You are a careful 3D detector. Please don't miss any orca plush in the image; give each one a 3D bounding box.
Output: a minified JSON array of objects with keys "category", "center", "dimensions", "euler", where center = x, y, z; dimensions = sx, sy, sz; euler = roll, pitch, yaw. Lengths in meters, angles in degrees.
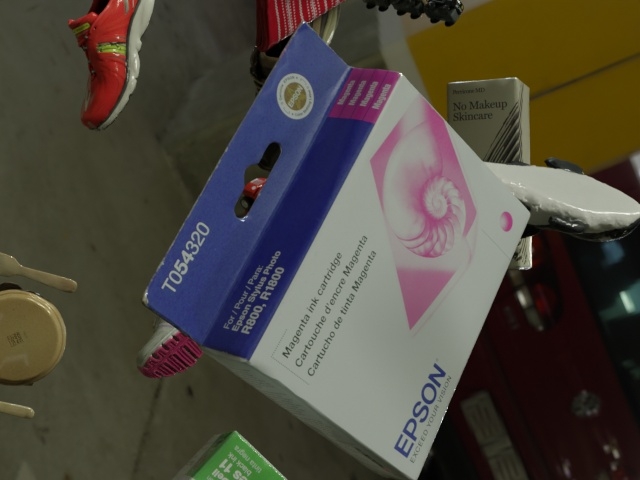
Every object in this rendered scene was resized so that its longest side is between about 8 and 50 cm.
[{"category":"orca plush","center":[0.270,-0.032,1.393],"dimensions":[0.151,0.287,0.102],"euler":[-107,-155,-47]}]

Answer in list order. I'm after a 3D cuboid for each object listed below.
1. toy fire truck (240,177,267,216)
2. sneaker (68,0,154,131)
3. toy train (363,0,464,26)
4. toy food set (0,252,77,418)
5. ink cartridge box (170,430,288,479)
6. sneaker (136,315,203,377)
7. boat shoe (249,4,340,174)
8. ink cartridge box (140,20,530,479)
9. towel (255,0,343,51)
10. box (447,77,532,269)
[{"category":"toy fire truck","center":[-0.043,0.014,1.495],"dimensions":[0.047,0.135,0.192],"euler":[-35,133,-40]},{"category":"sneaker","center":[-0.363,-0.315,1.729],"dimensions":[0.118,0.107,0.279],"euler":[20,74,-42]},{"category":"toy train","center":[0.101,-0.272,1.199],"dimensions":[0.158,0.036,0.027],"euler":[25,-17,45]},{"category":"toy food set","center":[-0.388,0.120,1.338],"dimensions":[0.038,0.132,0.192],"euler":[-155,-94,-77]},{"category":"ink cartridge box","center":[-0.119,0.258,0.850],"dimensions":[0.087,0.208,0.153],"euler":[44,-17,-1]},{"category":"sneaker","center":[-0.251,0.140,1.921],"dimensions":[0.111,0.252,0.103],"euler":[26,-27,32]},{"category":"boat shoe","center":[-0.068,-0.287,1.800],"dimensions":[0.130,0.132,0.356],"euler":[4,95,-57]},{"category":"ink cartridge box","center":[0.038,0.013,1.014],"dimensions":[0.330,0.071,0.324],"euler":[41,66,-32]},{"category":"towel","center":[-0.004,-0.427,1.651],"dimensions":[0.031,0.275,0.199],"euler":[33,-37,26]},{"category":"box","center":[0.248,-0.093,1.553],"dimensions":[0.094,0.113,0.275],"euler":[4,83,-68]}]
